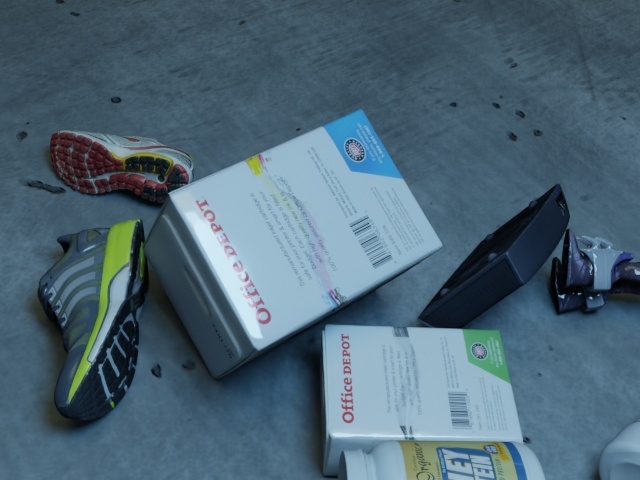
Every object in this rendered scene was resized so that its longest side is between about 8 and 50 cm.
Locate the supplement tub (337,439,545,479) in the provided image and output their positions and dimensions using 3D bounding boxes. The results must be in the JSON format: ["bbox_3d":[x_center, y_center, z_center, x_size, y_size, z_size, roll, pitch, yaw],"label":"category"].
[{"bbox_3d":[0.121,0.280,0.911,0.199,0.144,0.144,1,46,-5],"label":"supplement tub"}]

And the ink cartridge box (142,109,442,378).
[{"bbox_3d":[-0.042,0.008,1.069,0.270,0.197,0.198,-27,83,-26],"label":"ink cartridge box"}]

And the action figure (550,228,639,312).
[{"bbox_3d":[0.459,0.048,1.171,0.284,0.185,0.099,3,75,1],"label":"action figure"}]

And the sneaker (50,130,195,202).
[{"bbox_3d":[-0.291,-0.113,1.295,0.225,0.088,0.093,15,26,7],"label":"sneaker"}]

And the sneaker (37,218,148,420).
[{"bbox_3d":[-0.288,0.095,1.083,0.121,0.111,0.300,-4,41,3],"label":"sneaker"}]

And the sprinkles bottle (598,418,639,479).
[{"bbox_3d":[0.482,0.199,1.052,0.355,0.121,0.121,-30,57,-31],"label":"sprinkles bottle"}]

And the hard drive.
[{"bbox_3d":[0.234,0.025,1.139,0.054,0.172,0.254,49,35,1],"label":"hard drive"}]

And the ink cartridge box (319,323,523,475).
[{"bbox_3d":[0.108,0.188,1.035,0.219,0.093,0.160,3,46,-4],"label":"ink cartridge box"}]
